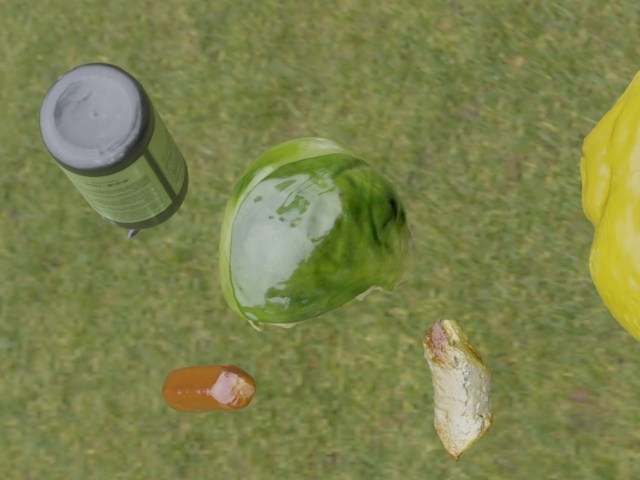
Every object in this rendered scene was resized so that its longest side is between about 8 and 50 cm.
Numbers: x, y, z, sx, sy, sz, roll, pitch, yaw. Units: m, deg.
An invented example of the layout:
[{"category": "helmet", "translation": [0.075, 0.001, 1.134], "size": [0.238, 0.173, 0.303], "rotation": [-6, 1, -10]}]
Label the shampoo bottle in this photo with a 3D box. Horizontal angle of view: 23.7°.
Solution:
[{"category": "shampoo bottle", "translation": [-0.182, -0.070, 1.441], "size": [0.101, 0.284, 0.101], "rotation": [-2, 74, 6]}]

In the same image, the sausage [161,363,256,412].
[{"category": "sausage", "translation": [-0.097, 0.129, 1.333], "size": [0.131, 0.039, 0.041], "rotation": [-14, 42, 60]}]

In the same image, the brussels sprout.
[{"category": "brussels sprout", "translation": [-0.001, -0.008, 1.207], "size": [0.131, 0.183, 0.145], "rotation": [12, 116, 41]}]

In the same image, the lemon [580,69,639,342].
[{"category": "lemon", "translation": [0.395, -0.028, 1.323], "size": [0.348, 0.348, 0.348], "rotation": [-6, 80, 34]}]

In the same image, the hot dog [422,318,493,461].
[{"category": "hot dog", "translation": [0.154, 0.153, 1.652], "size": [0.078, 0.061, 0.169], "rotation": [23, 127, 50]}]
